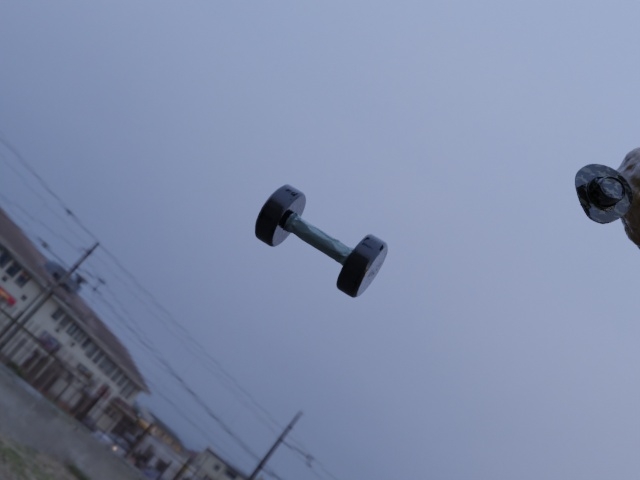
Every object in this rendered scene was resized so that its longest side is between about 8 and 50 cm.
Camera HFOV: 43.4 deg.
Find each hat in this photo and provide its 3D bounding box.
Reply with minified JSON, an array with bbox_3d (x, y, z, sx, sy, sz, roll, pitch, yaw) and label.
[{"bbox_3d":[0.511,-0.087,1.428,0.121,0.121,0.050,41,-16,-7],"label":"hat"}]

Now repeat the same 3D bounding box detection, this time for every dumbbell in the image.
[{"bbox_3d":[0.000,0.000,1.231,0.191,0.100,0.100,31,-21,15],"label":"dumbbell"}]

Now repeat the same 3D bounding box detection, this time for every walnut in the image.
[{"bbox_3d":[0.674,-0.084,1.531,0.224,0.257,0.257,20,-17,-12],"label":"walnut"}]
